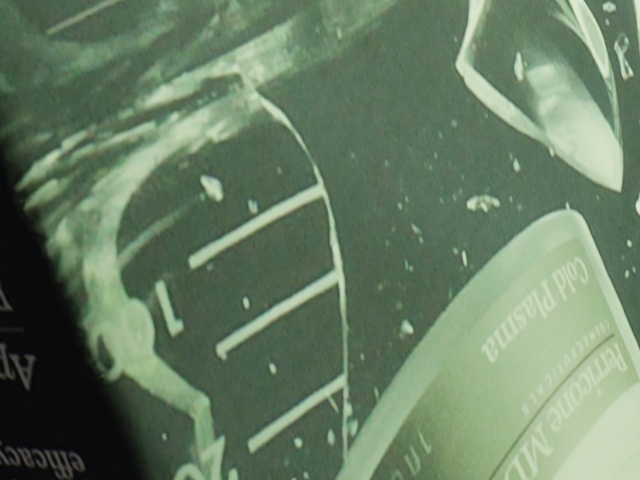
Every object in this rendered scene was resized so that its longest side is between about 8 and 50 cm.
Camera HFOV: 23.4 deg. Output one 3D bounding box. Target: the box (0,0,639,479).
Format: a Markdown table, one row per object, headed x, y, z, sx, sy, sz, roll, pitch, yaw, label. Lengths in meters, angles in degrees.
| x | y | z | sx | sy | sz | roll | pitch | yaw | label |
| --- | --- | --- | --- | --- | --- | --- | --- | --- | --- |
| 0.000 | 0.000 | 0.658 | 0.297 | 0.471 | 0.480 | -1 | 28 | 41 | box |
